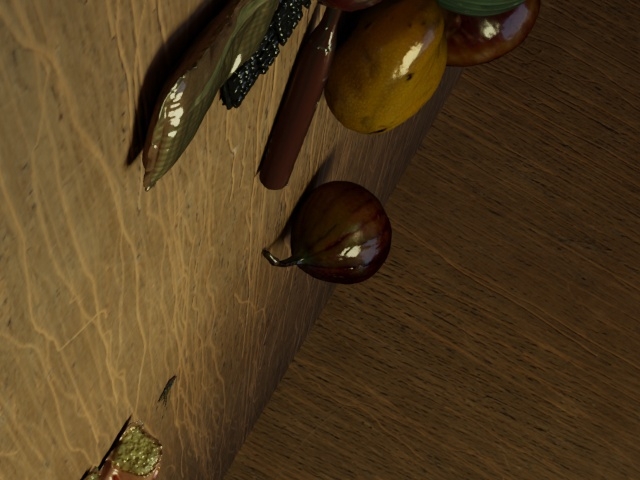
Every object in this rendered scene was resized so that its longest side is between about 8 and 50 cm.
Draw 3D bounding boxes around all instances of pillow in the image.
[{"bbox_3d":[-0.081,-0.141,1.217,0.211,0.034,0.135,-59,173,-37],"label":"pillow"}]

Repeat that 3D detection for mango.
[{"bbox_3d":[0.076,-0.214,1.836,0.177,0.120,0.295,-53,171,-7],"label":"mango"}]

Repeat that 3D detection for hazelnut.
[{"bbox_3d":[0.214,-0.339,2.244,0.204,0.178,0.178,-30,-173,23],"label":"hazelnut"}]

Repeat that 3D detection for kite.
[{"bbox_3d":[-0.197,0.195,2.021,0.044,0.002,0.078,-60,173,-8],"label":"kite"}]

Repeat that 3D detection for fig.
[{"bbox_3d":[0.024,0.004,2.257,0.148,0.149,0.202,82,24,-50],"label":"fig"}]

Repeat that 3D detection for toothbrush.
[{"bbox_3d":[-0.010,-0.175,1.652,0.041,0.041,0.364,-56,173,-39],"label":"toothbrush"}]

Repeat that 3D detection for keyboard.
[{"bbox_3d":[-0.024,-0.219,1.392,0.231,0.023,0.072,-59,172,-18],"label":"keyboard"}]

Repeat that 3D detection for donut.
[{"bbox_3d":[-0.243,0.298,1.812,0.166,0.065,0.117,-51,168,-52],"label":"donut"}]

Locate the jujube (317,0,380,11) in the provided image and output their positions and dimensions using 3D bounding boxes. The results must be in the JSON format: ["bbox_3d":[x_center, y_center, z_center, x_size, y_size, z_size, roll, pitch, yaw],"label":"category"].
[{"bbox_3d":[0.031,-0.255,1.321,0.166,0.104,0.104,-57,173,-51],"label":"jujube"}]

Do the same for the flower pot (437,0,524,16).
[{"bbox_3d":[0.182,-0.359,1.747,0.243,0.157,0.189,95,5,-60],"label":"flower pot"}]
